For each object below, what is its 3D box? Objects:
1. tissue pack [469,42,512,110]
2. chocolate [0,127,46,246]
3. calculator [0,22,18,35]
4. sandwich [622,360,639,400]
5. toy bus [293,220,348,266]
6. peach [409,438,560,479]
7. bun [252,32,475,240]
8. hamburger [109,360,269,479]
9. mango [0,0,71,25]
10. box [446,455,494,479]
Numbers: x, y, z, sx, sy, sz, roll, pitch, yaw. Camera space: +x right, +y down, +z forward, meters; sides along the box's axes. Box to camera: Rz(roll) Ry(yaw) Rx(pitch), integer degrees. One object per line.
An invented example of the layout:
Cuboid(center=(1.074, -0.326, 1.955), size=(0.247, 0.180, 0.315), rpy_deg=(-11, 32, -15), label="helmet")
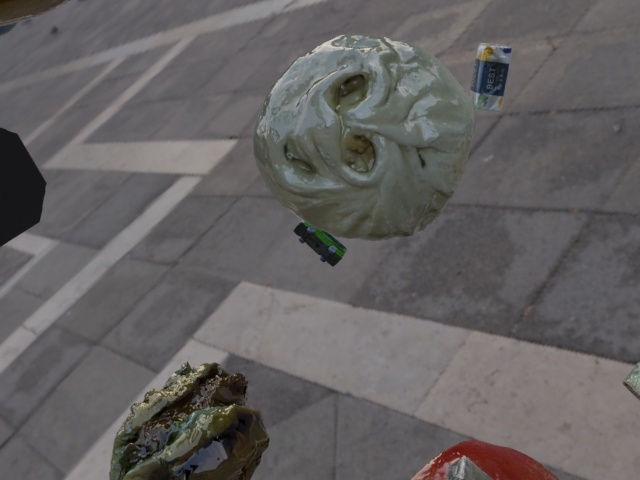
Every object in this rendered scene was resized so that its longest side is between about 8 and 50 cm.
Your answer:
Cuboid(center=(0.221, -0.213, 1.099), size=(0.042, 0.083, 0.062), rpy_deg=(6, 17, -2), label="tissue pack")
Cuboid(center=(-0.584, -0.077, 1.315), size=(0.177, 0.206, 0.224), rpy_deg=(-3, 30, 47), label="chocolate")
Cuboid(center=(-0.525, -0.379, 1.200), size=(0.302, 0.189, 0.042), rpy_deg=(-3, 7, 5), label="calculator")
Cuboid(center=(0.445, 0.178, 1.083), size=(0.090, 0.088, 0.244), rpy_deg=(-45, -15, 8), label="sandwich")
Cuboid(center=(0.000, 0.000, 1.268), size=(0.031, 0.083, 0.037), rpy_deg=(-45, 4, 38), label="toy bus")
Cuboid(center=(0.297, 0.526, 1.477), size=(0.380, 0.242, 0.306), rpy_deg=(-16, 53, -35), label="peach")
Cuboid(center=(0.045, -0.097, 0.842), size=(0.231, 0.231, 0.133), rpy_deg=(-32, 15, 11), label="bun")
Cuboid(center=(-0.130, 0.239, 0.861), size=(0.129, 0.206, 0.183), rpy_deg=(22, 24, 28), label="hamburger")
Cuboid(center=(-0.231, -0.259, 0.625), size=(0.211, 0.173, 0.317), rpy_deg=(-3, 41, 14), label="mango")
Cuboid(center=(0.239, 0.385, 1.296), size=(0.045, 0.098, 0.062), rpy_deg=(-46, 7, 29), label="box")
